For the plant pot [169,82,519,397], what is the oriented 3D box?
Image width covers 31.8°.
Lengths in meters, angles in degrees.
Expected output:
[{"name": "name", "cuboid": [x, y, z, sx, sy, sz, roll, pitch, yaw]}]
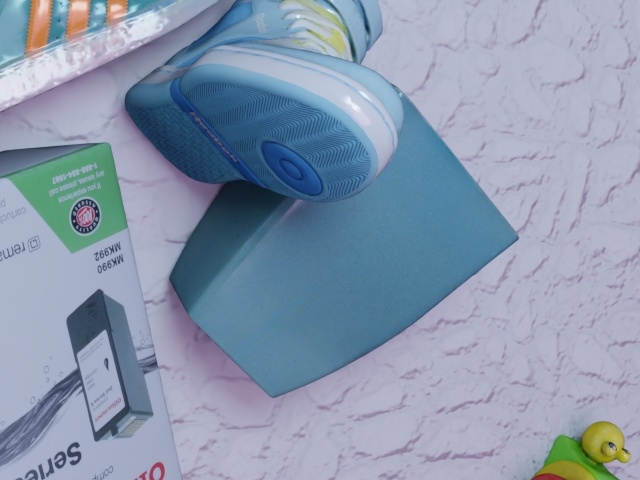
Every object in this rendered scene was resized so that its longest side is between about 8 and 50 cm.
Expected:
[{"name": "plant pot", "cuboid": [0.000, 0.000, 0.923, 0.234, 0.165, 0.166, -42, 113, -2]}]

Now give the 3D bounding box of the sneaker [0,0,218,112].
[{"name": "sneaker", "cuboid": [-0.194, -0.184, 0.833, 0.302, 0.108, 0.121, -30, 106, -20]}]

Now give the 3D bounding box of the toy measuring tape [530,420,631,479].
[{"name": "toy measuring tape", "cuboid": [0.226, 0.334, 1.103, 0.121, 0.121, 0.330, 25, 89, -25]}]

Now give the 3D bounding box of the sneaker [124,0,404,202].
[{"name": "sneaker", "cuboid": [-0.006, -0.141, 0.815, 0.208, 0.319, 0.127, -47, 118, -17]}]

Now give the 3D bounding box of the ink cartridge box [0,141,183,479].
[{"name": "ink cartridge box", "cuboid": [-0.228, 0.094, 0.814, 0.211, 0.121, 0.289, -32, 116, -54]}]
